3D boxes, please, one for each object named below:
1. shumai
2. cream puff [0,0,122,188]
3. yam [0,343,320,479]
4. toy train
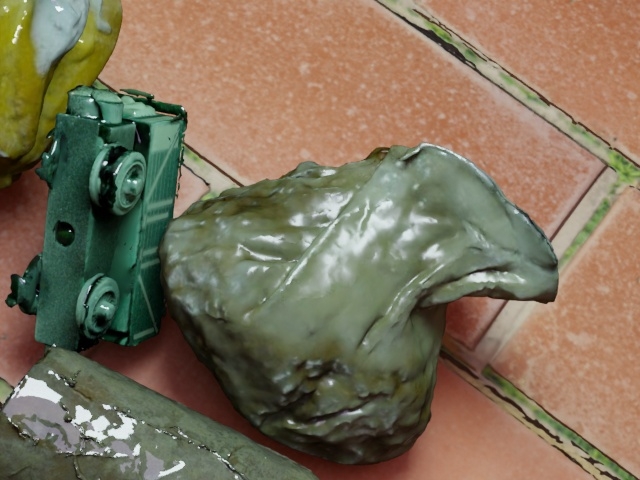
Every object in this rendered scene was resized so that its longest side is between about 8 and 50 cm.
[{"bbox_3d":[0.043,0.021,1.287,0.330,0.288,0.292,28,51,-28],"label":"shumai"},{"bbox_3d":[-0.366,-0.187,1.353,0.378,0.378,0.275,-31,116,-24],"label":"cream puff"},{"bbox_3d":[-0.155,0.219,1.235,0.304,0.168,0.168,29,61,-10],"label":"yam"},{"bbox_3d":[-0.205,-0.011,1.299,0.115,0.154,0.269,13,103,21],"label":"toy train"}]
